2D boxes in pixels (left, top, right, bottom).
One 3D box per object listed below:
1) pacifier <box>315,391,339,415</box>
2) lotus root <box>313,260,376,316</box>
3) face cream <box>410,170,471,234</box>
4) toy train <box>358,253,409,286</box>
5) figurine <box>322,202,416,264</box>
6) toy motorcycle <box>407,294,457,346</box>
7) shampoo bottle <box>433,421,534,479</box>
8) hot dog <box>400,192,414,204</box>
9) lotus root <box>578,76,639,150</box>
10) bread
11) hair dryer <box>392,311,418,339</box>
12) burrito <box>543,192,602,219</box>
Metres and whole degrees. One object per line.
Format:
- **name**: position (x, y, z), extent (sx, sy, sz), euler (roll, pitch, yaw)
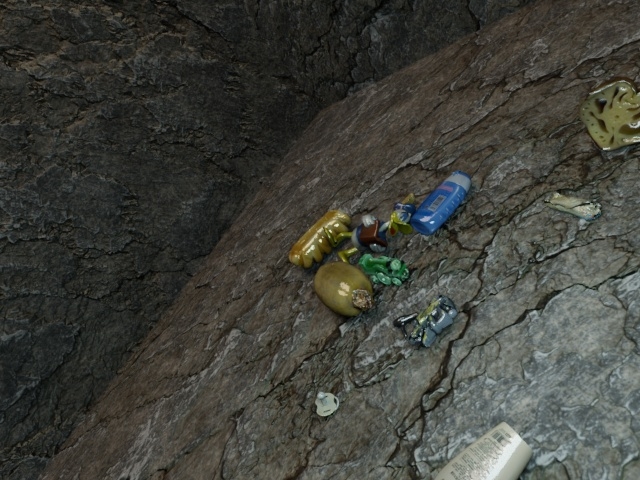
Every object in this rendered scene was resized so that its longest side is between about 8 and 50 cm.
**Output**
- **pacifier**: position (0.014, 0.456, 1.393), extent (0.068, 0.064, 0.083), euler (-22, 27, 3)
- **lotus root**: position (0.081, 0.165, 1.660), extent (0.169, 0.151, 0.342), euler (-46, 22, -7)
- **face cream**: position (0.429, -0.139, 1.718), extent (0.264, 0.083, 0.149), euler (-48, 26, -11)
- **toy train**: position (0.216, 0.095, 1.635), extent (0.071, 0.105, 0.178), euler (-49, 26, -25)
- **figurine**: position (0.204, -0.053, 1.803), extent (0.338, 0.205, 0.283), euler (-31, -2, -4)
- **toy motorcycle**: position (0.316, 0.214, 1.338), extent (0.124, 0.061, 0.193), euler (-20, 24, 53)
- **shampoo bottle**: position (0.291, 0.468, 0.938), extent (0.257, 0.078, 0.127), euler (-42, 29, -4)
- **hot dog**: position (0.344, -0.147, 1.923), extent (0.090, 0.034, 0.030), euler (-48, 27, 39)
- **lotus root**: position (0.855, -0.378, 1.367), extent (0.199, 0.188, 0.180), euler (-14, 23, 50)
- **bread**: position (0.000, 0.000, 2.090), extent (0.311, 0.121, 0.173), euler (-44, 21, -3)
- **hair dryer**: position (0.254, 0.252, 1.424), extent (0.078, 0.031, 0.083), euler (-25, 42, 16)
- **burrito**: position (0.682, -0.096, 1.322), extent (0.051, 0.042, 0.171), euler (-41, 21, -5)
